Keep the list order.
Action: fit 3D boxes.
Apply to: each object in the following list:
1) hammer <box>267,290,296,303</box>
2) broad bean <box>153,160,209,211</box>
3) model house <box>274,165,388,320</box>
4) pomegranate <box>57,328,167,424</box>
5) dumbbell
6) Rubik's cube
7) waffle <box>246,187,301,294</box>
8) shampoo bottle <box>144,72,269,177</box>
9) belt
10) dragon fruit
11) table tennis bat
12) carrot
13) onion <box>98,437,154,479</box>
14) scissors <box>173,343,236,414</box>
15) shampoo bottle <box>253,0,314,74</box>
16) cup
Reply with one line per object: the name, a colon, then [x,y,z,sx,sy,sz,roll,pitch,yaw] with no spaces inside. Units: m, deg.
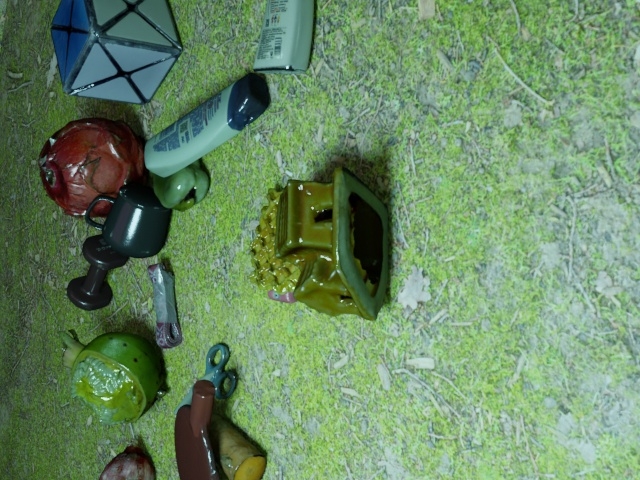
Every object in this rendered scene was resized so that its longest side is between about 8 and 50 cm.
hammer: [-0.082,0.115,1.554,0.083,0.043,0.043,7,96,47]
broad bean: [-0.368,-0.157,1.849,0.169,0.100,0.228,-54,40,25]
model house: [-0.004,0.010,1.337,0.239,0.173,0.268,1,87,37]
pomegranate: [-0.583,0.357,1.965,0.340,0.260,0.261,34,120,9]
dumbbell: [-0.679,0.098,2.174,0.124,0.140,0.225,45,123,20]
Rubik's cube: [-0.558,-0.546,1.939,0.259,0.254,0.260,-38,61,44]
waffle: [-0.066,-0.003,1.511,0.237,0.058,0.244,16,93,50]
shampoo bottle: [-0.272,-0.259,1.676,0.359,0.078,0.134,-25,52,32]
belt: [-0.419,0.176,1.932,0.053,0.071,0.232,-14,83,42]
dragon fruit: [-0.636,-0.203,2.025,0.295,0.301,0.296,13,114,31]
table tennis bat: [-0.292,0.492,1.688,0.268,0.051,0.415,51,140,44]
carrot: [-0.224,0.480,1.702,0.263,0.101,0.102,35,116,50]
onion: [-0.545,0.661,2.028,0.159,0.159,0.195,-18,56,48]
scissors: [-0.299,0.375,1.810,0.289,0.041,0.138,-45,57,36]
shampoo bottle: [-0.070,-0.497,1.512,0.153,0.071,0.284,18,102,50]
cup: [-0.517,-0.062,1.927,0.169,0.223,0.177,-103,36,-64]
